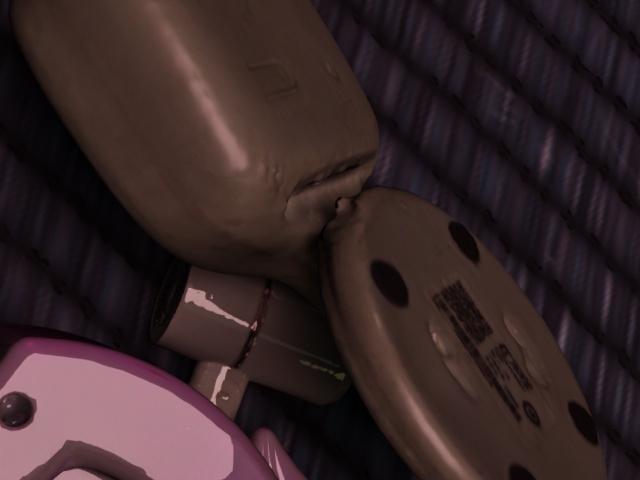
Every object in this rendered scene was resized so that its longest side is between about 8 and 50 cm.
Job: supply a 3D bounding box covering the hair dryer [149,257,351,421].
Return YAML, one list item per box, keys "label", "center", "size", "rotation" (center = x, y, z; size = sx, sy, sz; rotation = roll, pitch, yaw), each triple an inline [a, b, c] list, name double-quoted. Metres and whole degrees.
- label: "hair dryer"
  center: [-0.040, 0.076, 0.623]
  size: [0.082, 0.047, 0.137]
  rotation: [23, 80, -17]

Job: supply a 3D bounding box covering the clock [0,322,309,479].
- label: "clock"
  center: [-0.110, 0.203, 0.523]
  size: [0.339, 0.102, 0.338]
  rotation: [1, 88, -19]

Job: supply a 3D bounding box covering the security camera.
- label: "security camera"
  center: [0.000, 0.000, 0.588]
  size: [0.301, 0.080, 0.157]
  rotation: [54, 23, 5]
